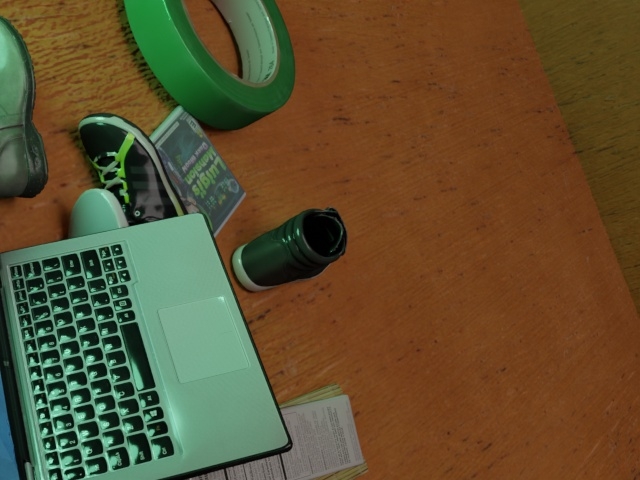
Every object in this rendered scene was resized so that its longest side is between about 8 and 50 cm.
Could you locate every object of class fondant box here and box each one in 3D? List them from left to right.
[{"bbox_3d":[-0.139,0.268,1.408,0.330,0.238,0.096,1,74,-55],"label":"fondant box"}]

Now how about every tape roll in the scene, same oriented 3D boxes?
[{"bbox_3d":[-0.166,-0.331,1.829,0.321,0.077,0.321,36,42,-40],"label":"tape roll"}]

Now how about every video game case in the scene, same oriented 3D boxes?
[{"bbox_3d":[-0.195,-0.085,1.720,0.173,0.022,0.190,57,35,-20],"label":"video game case"}]

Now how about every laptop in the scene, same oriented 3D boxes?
[{"bbox_3d":[-0.277,0.053,1.201,0.382,0.408,0.236,-115,-162,-44],"label":"laptop"}]

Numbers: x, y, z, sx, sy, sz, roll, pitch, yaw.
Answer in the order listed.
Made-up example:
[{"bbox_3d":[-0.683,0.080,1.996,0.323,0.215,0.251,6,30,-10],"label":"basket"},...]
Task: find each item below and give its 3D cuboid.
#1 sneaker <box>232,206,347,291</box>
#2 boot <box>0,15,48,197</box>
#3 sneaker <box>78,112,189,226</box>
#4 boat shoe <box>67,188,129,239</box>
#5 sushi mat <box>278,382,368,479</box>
[{"bbox_3d":[0.000,0.000,1.844,0.296,0.147,0.104,-23,90,-59],"label":"sneaker"},{"bbox_3d":[-0.418,-0.161,1.389,0.161,0.083,0.246,-2,73,-50],"label":"boot"},{"bbox_3d":[-0.249,-0.061,1.571,0.235,0.084,0.097,56,36,-20],"label":"sneaker"},{"bbox_3d":[-0.252,0.060,1.508,0.084,0.095,0.258,-14,95,-61],"label":"boat shoe"},{"bbox_3d":[-0.036,0.312,1.736,0.316,0.019,0.151,-11,83,-56],"label":"sushi mat"}]
